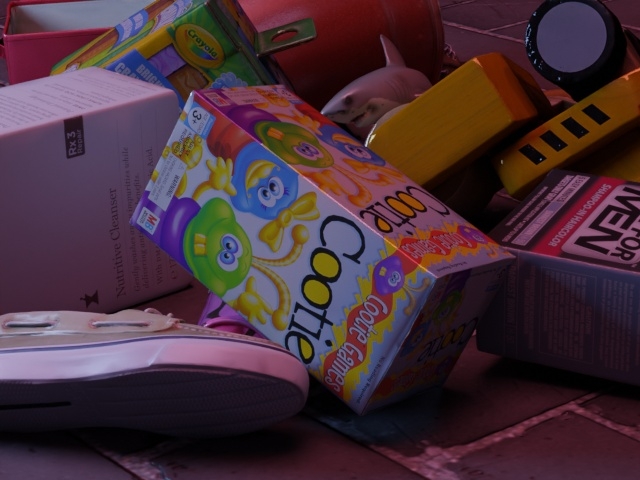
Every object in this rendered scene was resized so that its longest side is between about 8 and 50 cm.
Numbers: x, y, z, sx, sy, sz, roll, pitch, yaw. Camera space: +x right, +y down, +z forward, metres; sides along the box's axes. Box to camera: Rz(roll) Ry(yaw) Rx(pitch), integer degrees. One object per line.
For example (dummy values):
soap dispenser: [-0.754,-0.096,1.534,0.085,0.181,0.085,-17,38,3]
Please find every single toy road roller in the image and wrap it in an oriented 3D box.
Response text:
toy road roller: [0.234,-0.080,1.820,0.329,0.241,0.202,-32,-15,15]

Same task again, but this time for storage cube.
storage cube: [-0.277,-0.183,2.143,0.215,0.193,0.184,-6,21,-6]

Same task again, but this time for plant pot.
plant pot: [-0.032,-0.251,2.230,0.265,0.272,0.272,-26,29,-31]

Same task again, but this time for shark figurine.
shark figurine: [0.082,-0.164,1.959,0.166,0.116,0.278,-26,-13,3]

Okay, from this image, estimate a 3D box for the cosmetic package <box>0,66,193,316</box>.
cosmetic package: [-0.323,-0.019,1.684,0.385,0.217,0.156,-21,27,-37]

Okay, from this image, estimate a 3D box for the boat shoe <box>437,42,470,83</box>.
boat shoe: [0.156,-0.231,2.393,0.183,0.066,0.066,-10,22,-18]

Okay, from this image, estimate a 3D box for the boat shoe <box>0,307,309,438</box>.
boat shoe: [-0.156,0.098,1.466,0.302,0.109,0.094,0,51,12]

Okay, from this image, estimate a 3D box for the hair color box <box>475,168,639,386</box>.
hair color box: [0.340,0.047,1.524,0.374,0.114,0.185,12,29,25]

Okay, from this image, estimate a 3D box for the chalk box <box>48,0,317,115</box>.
chalk box: [-0.138,-0.174,1.956,0.289,0.179,0.180,-32,18,8]

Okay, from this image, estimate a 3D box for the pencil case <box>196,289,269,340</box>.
pencil case: [-0.066,0.070,1.588,0.098,0.095,0.209,28,20,-5]

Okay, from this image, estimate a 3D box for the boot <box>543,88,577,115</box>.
boot: [0.373,-0.130,2.078,0.283,0.109,0.220,4,16,37]

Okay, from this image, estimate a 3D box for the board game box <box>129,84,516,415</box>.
board game box: [0.000,0.000,1.511,0.275,0.142,0.144,38,25,23]
